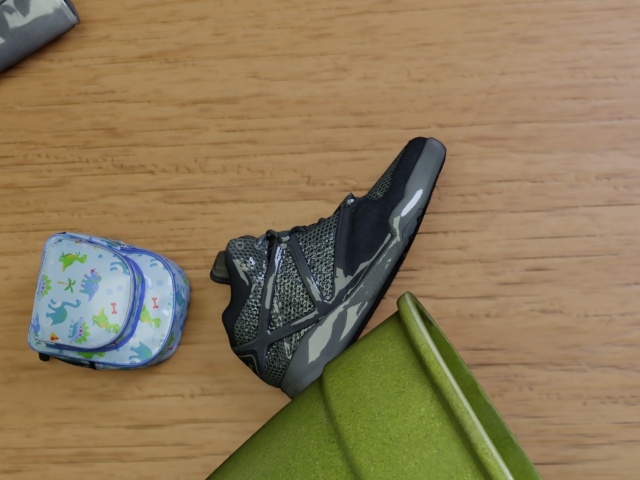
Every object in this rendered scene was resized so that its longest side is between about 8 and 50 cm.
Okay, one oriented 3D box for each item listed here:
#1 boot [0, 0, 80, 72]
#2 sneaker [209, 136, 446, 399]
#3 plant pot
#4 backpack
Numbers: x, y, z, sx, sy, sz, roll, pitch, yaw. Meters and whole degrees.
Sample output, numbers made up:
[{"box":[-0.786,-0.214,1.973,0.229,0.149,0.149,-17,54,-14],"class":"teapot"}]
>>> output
[{"box":[-0.291,-0.134,1.129,0.208,0.076,0.189,-27,79,-4],"class":"boot"},{"box":[0.000,0.000,1.043,0.130,0.087,0.227,33,91,7],"class":"sneaker"},{"box":[0.007,0.278,0.854,0.353,0.366,0.366,-33,77,4],"class":"plant pot"},{"box":[-0.165,0.050,1.061,0.114,0.084,0.105,10,83,8],"class":"backpack"}]
